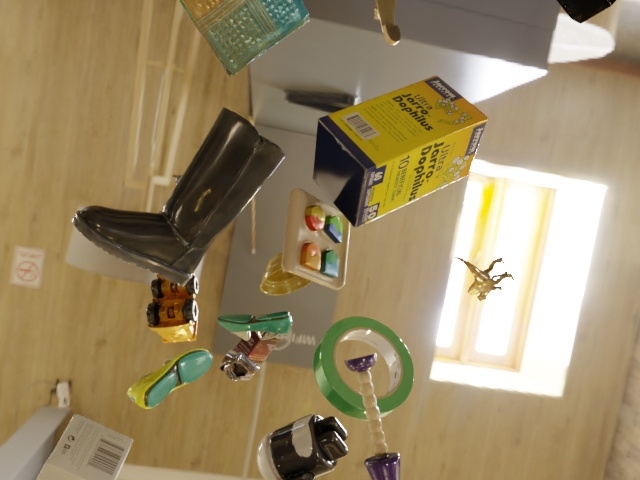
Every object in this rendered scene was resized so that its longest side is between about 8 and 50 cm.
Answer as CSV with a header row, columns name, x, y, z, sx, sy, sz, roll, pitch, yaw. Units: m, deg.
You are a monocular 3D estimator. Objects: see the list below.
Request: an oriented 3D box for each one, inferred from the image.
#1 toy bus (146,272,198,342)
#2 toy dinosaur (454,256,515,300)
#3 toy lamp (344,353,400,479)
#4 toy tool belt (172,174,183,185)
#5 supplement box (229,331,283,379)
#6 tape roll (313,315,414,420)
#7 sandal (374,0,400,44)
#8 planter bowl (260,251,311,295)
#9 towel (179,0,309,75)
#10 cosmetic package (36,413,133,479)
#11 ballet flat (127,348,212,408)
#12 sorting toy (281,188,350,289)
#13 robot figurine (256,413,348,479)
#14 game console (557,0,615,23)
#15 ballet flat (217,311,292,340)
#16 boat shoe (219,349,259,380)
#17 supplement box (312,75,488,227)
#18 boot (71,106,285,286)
name,x,y,z,sx,sy,sz,roll,pitch,yaw
toy bus,-0.462,0.231,1.910,0.149,0.220,0.212,-7,143,3
toy dinosaur,0.333,0.077,1.161,0.183,0.092,0.053,50,-167,-49
toy lamp,0.111,0.382,1.218,0.080,0.275,0.080,-12,168,-3
toy tool belt,-0.417,-0.166,1.741,0.051,0.052,0.083,12,-140,-33
supplement box,-0.250,0.406,2.162,0.073,0.239,0.130,40,-173,30
tape roll,0.137,0.398,1.833,0.321,0.322,0.077,9,143,-19
sandal,0.218,-0.791,2.049,0.088,0.240,0.079,-3,168,-32
planter bowl,-0.120,0.101,2.043,0.217,0.090,0.217,-17,153,-9
towel,-0.225,-0.647,1.460,0.370,0.271,0.040,55,180,-26
cosmetic package,-0.551,0.532,1.321,0.151,0.184,0.151,29,-157,-11
ballet flat,-0.344,0.304,1.321,0.077,0.077,0.231,4,-163,27
sorting toy,0.000,0.000,1.340,0.038,0.193,0.208,-7,160,38
robot figurine,-0.055,0.629,1.734,0.278,0.174,0.209,-27,167,14
game console,0.735,-0.722,1.505,0.213,0.044,0.361,46,164,-9
ballet flat,-0.213,0.279,1.860,0.247,0.087,0.083,-3,-171,7
boat shoe,-0.219,0.340,1.545,0.066,0.066,0.183,47,158,-13
supplement box,0.183,-0.217,1.379,0.356,0.194,0.195,-25,-123,-23
boot,-0.335,-0.138,1.436,0.146,0.445,0.367,41,-176,38
